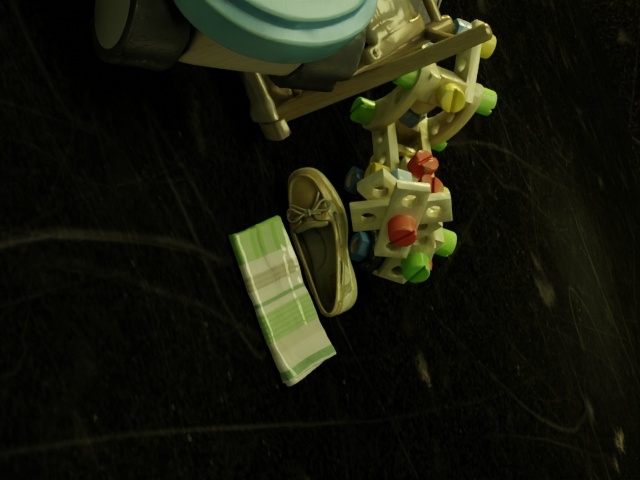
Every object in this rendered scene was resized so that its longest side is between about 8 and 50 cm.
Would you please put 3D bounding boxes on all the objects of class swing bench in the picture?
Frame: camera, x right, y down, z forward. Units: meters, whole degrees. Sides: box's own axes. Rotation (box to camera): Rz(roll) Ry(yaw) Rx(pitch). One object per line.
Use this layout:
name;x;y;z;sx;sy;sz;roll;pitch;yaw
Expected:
swing bench;-0.003;-0.272;1.560;0.165;0.254;0.253;-133;-161;-74

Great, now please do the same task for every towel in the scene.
towel;-0.034;0.055;1.471;0.152;0.023;0.113;70;21;-3

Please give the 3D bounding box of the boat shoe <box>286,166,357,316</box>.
boat shoe;-0.002;0.001;1.554;0.048;0.056;0.153;-16;95;-73

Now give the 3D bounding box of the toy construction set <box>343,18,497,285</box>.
toy construction set;0.105;-0.080;1.663;0.151;0.215;0.328;29;41;-12

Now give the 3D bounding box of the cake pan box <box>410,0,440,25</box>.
cake pan box;0.141;-0.388;2.032;0.246;0.070;0.267;-66;170;-59

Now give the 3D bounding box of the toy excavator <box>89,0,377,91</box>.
toy excavator;-0.006;-0.383;1.230;0.222;0.445;0.433;6;68;-30
